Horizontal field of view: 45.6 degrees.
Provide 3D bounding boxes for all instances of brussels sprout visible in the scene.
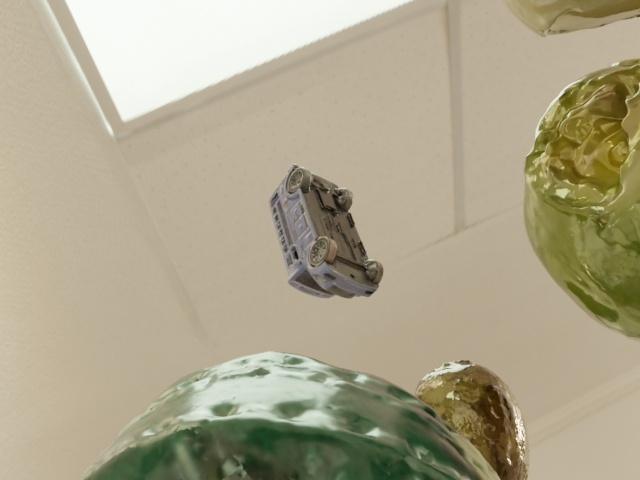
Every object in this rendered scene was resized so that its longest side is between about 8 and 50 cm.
[{"bbox_3d":[0.376,-0.054,0.765,0.344,0.344,0.268,-34,1,1],"label":"brussels sprout"}]

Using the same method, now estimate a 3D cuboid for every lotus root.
[{"bbox_3d":[0.185,0.244,0.910,0.139,0.214,0.138,-10,-32,-6],"label":"lotus root"}]

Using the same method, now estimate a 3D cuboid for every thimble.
[{"bbox_3d":[-0.004,0.201,0.398,0.288,0.167,0.254,20,-80,0],"label":"thimble"}]

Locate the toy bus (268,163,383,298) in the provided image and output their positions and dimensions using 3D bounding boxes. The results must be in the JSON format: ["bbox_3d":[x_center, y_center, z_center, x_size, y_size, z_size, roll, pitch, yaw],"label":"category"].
[{"bbox_3d":[0.000,0.000,0.767,0.073,0.167,0.076,25,-60,-33],"label":"toy bus"}]

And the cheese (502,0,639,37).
[{"bbox_3d":[0.283,-0.325,0.733,0.266,0.233,0.127,-8,-7,24],"label":"cheese"}]
